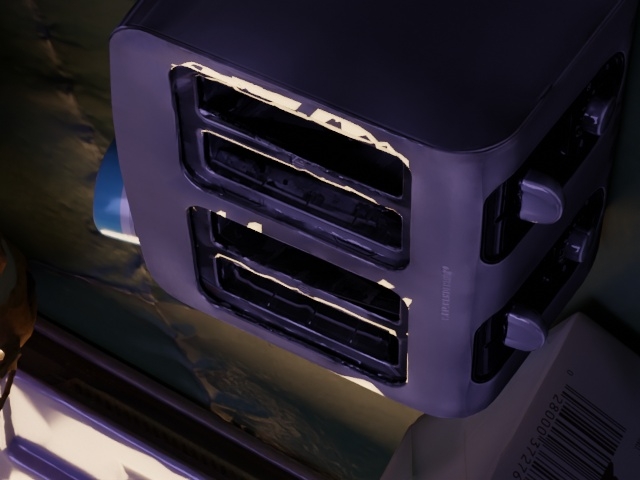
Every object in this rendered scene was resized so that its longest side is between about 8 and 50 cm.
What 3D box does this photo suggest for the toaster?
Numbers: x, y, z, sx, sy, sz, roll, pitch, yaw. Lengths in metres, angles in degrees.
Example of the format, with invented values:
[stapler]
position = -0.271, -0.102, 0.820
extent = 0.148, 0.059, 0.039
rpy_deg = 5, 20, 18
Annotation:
[toaster]
position = 0.014, -0.041, 0.672
extent = 0.186, 0.110, 0.168
rpy_deg = 24, 146, 18

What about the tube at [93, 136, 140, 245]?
[tube]
position = 0.000, 0.000, 0.804
extent = 0.207, 0.052, 0.080
rpy_deg = 17, 157, 17

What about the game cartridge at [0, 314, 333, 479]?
[game cartridge]
position = -0.089, 0.176, 1.113
extent = 0.355, 0.068, 0.230
rpy_deg = 28, 144, 12

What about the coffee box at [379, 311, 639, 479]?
[coffee box]
position = 0.170, 0.186, 0.816
extent = 0.297, 0.119, 0.168
rpy_deg = 37, 148, -6

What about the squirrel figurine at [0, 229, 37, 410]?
[squirrel figurine]
position = -0.329, 0.018, 0.854
extent = 0.370, 0.397, 0.281
rpy_deg = 61, -172, -67
